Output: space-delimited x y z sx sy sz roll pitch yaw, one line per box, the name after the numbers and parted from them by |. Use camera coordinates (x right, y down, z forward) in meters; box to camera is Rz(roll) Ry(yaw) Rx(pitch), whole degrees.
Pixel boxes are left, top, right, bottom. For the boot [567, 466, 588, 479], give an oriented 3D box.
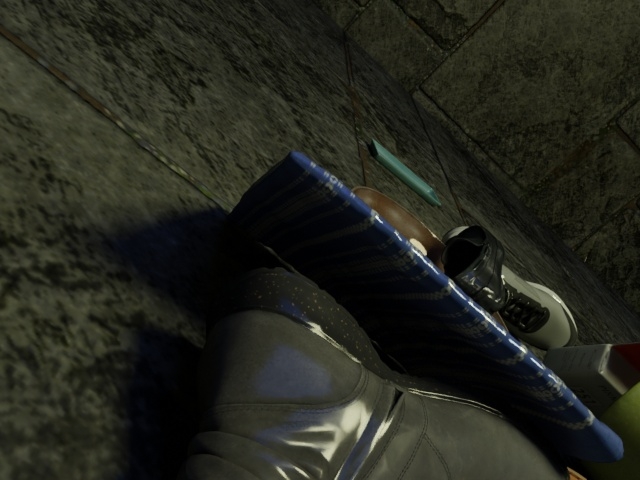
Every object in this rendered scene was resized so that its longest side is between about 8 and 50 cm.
0.225 0.285 0.591 0.152 0.073 0.197 20 29 -42 | boot

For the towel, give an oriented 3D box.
0.067 0.067 0.568 0.336 0.040 0.243 41 -16 -9 | towel

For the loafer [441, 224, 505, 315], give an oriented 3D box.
0.202 0.025 0.890 0.078 0.076 0.223 50 23 -12 | loafer

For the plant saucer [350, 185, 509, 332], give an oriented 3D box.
0.137 0.056 0.883 0.310 0.050 0.310 40 20 -18 | plant saucer

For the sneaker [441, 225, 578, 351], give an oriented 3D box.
0.298 0.094 1.071 0.271 0.100 0.108 39 25 -1 | sneaker

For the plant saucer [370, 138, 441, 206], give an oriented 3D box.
0.173 -0.136 1.366 0.192 0.018 0.067 36 22 -27 | plant saucer

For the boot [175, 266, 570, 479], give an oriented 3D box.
0.047 0.183 0.415 0.338 0.118 0.223 31 31 -19 | boot

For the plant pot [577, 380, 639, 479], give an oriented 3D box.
0.474 0.308 0.812 0.276 0.276 0.254 25 17 -45 | plant pot

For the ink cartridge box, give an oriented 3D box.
0.507 0.256 0.992 0.275 0.239 0.060 41 64 -13 | ink cartridge box
